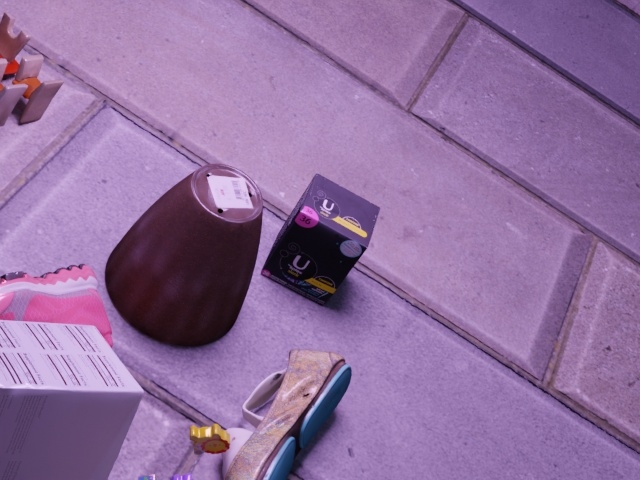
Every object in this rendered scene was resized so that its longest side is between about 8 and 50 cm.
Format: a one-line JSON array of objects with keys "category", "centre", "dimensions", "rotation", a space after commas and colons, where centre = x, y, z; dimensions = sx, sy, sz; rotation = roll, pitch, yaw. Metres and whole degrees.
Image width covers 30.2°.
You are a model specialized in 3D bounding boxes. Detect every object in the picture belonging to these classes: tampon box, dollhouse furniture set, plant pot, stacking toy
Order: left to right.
[{"category": "dollhouse furniture set", "centre": [-0.576, -0.276, 1.828], "dimensions": [0.262, 0.135, 0.259], "rotation": [49, 33, 15]}, {"category": "stacking toy", "centre": [-0.224, 0.321, 1.509], "dimensions": [0.221, 0.052, 0.167], "rotation": [-3, 47, -2]}, {"category": "plant pot", "centre": [-0.175, 0.001, 1.721], "dimensions": [0.215, 0.230, 0.215], "rotation": [17, 45, -18]}, {"category": "tampon box", "centre": [0.000, 0.000, 1.879], "dimensions": [0.120, 0.161, 0.101], "rotation": [28, 43, -7]}]

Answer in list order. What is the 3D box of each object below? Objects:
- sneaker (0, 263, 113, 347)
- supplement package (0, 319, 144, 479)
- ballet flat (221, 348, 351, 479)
[{"category": "sneaker", "centre": [-0.371, 0.117, 1.542], "dimensions": [0.136, 0.116, 0.314], "rotation": [60, 26, 8]}, {"category": "supplement package", "centre": [-0.356, 0.212, 1.401], "dimensions": [0.203, 0.194, 0.149], "rotation": [8, 25, -41]}, {"category": "ballet flat", "centre": [-0.071, 0.271, 1.646], "dimensions": [0.123, 0.123, 0.348], "rotation": [35, 44, 1]}]
